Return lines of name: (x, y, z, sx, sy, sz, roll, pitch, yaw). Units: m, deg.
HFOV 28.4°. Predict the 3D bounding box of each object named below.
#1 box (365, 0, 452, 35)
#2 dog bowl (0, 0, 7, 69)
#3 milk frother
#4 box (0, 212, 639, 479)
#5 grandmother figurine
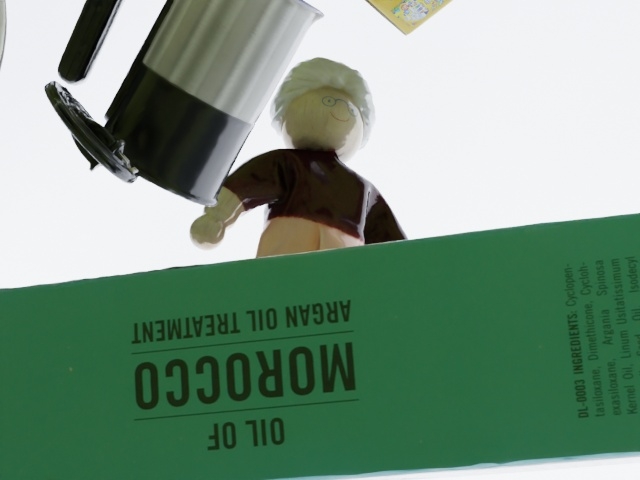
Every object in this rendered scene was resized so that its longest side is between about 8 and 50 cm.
box: (0.118, -0.392, 1.123, 0.279, 0.177, 0.290, -35, -147, 30)
dog bowl: (-0.521, -0.223, 1.209, 0.150, 0.408, 0.408, 15, -115, 54)
milk frother: (-0.079, -0.097, 0.712, 0.135, 0.129, 0.143, -61, -161, 8)
box: (0.003, 0.040, 0.363, 0.244, 0.100, 0.060, -7, -102, 13)
grandmother figurine: (0.000, 0.000, 1.001, 0.104, 0.208, 0.342, -30, -134, 40)
